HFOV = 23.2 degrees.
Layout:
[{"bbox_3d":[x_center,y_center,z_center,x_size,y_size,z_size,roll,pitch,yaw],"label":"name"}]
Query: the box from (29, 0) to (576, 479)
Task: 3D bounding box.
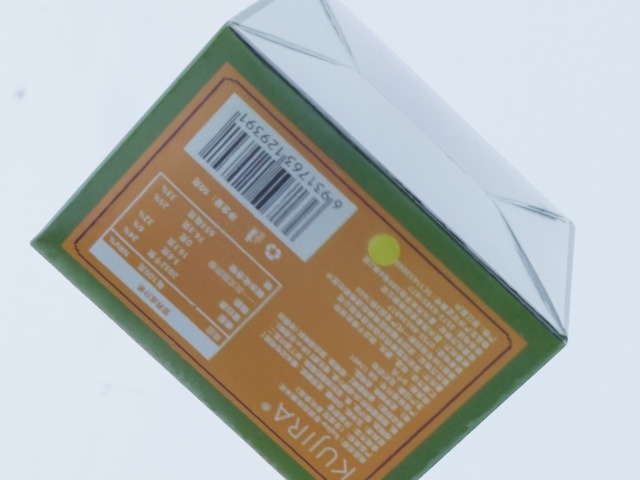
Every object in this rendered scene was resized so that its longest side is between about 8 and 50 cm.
[{"bbox_3d":[0.000,0.000,0.727,0.148,0.195,0.177,-46,5,19],"label":"box"}]
